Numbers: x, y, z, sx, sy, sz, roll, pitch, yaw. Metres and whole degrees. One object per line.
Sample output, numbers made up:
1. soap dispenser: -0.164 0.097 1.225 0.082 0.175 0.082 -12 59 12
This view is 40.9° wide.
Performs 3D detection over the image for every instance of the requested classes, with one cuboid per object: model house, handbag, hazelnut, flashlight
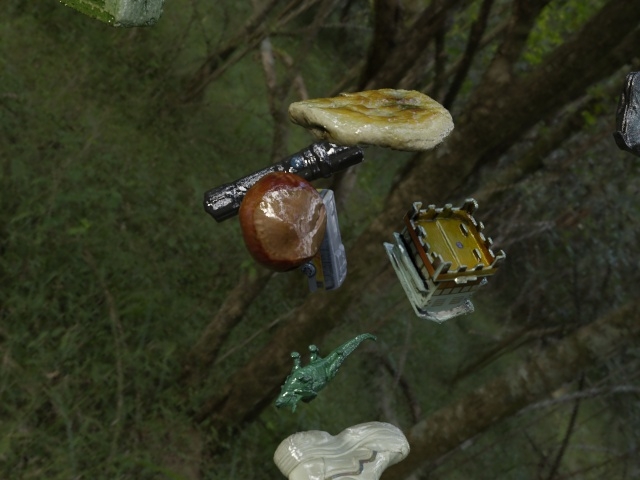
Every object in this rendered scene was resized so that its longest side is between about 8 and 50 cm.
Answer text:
1. model house: 0.280 0.043 1.997 0.198 0.215 0.224 -6 54 -27
2. handbag: 0.818 -0.280 2.074 0.332 0.075 0.192 14 86 -38
3. hazelnut: -0.064 -0.028 1.315 0.143 0.143 0.154 -23 112 -65
4. flashlight: -0.094 -0.162 2.135 0.103 0.423 0.103 157 -90 -85

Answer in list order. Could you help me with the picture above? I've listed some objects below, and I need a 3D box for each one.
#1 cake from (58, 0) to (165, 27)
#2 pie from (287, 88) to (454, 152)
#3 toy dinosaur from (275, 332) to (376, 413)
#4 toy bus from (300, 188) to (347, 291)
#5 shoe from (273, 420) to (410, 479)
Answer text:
1. cake: -0.379 -0.422 1.406 0.235 0.100 0.099 21 24 17
2. pie: 0.108 -0.237 1.648 0.337 0.075 0.337 3 21 -1
3. toy dinosaur: 0.000 0.286 1.988 0.079 0.292 0.120 26 -26 45
4. toy bus: 0.000 0.000 1.537 0.064 0.075 0.191 -58 142 -56
5. shoe: 0.075 0.528 1.903 0.341 0.132 0.211 1 45 -34
